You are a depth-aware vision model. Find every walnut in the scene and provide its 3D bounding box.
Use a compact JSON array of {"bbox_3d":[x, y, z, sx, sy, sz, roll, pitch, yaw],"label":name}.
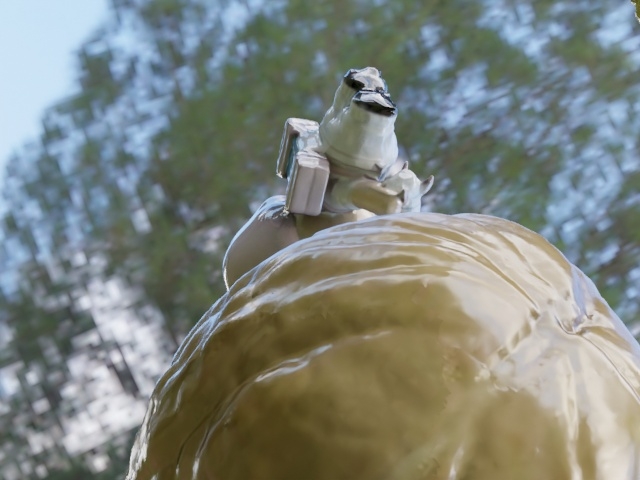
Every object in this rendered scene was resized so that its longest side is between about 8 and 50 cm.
[{"bbox_3d":[0.030,0.108,0.821,0.225,0.225,0.261,53,-49,13],"label":"walnut"}]

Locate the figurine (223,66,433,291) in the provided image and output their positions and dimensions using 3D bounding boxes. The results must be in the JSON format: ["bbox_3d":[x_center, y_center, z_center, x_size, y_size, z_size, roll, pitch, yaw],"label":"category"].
[{"bbox_3d":[0.000,0.000,1.239,0.137,0.112,0.229,-115,-144,-52],"label":"figurine"}]

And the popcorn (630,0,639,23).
[{"bbox_3d":[0.226,-0.149,1.052,0.126,0.145,0.126,-6,-34,16],"label":"popcorn"}]
